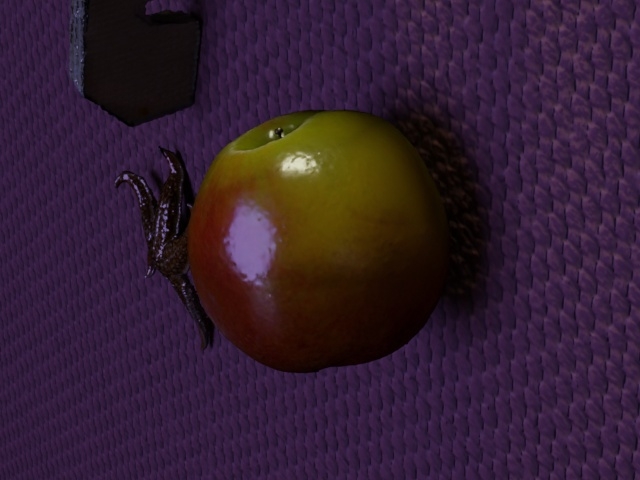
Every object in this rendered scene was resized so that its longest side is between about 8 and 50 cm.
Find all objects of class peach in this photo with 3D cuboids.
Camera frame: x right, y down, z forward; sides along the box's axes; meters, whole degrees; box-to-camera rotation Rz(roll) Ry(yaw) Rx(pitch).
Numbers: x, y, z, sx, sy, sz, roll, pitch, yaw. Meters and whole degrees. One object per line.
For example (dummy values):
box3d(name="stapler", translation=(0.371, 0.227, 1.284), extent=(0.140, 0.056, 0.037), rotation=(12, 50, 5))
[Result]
box3d(name="peach", translation=(0.000, 0.000, 1.653), extent=(0.231, 0.231, 0.231), rotation=(38, 137, 47))

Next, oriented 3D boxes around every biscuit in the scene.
box3d(name="biscuit", translation=(-0.183, -0.221, 1.944), extent=(0.046, 0.147, 0.250), rotation=(45, 144, 35))

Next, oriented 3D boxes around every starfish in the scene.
box3d(name="starfish", translation=(-0.164, 0.013, 2.139), extent=(0.213, 0.057, 0.238), rotation=(-176, 71, -68))
